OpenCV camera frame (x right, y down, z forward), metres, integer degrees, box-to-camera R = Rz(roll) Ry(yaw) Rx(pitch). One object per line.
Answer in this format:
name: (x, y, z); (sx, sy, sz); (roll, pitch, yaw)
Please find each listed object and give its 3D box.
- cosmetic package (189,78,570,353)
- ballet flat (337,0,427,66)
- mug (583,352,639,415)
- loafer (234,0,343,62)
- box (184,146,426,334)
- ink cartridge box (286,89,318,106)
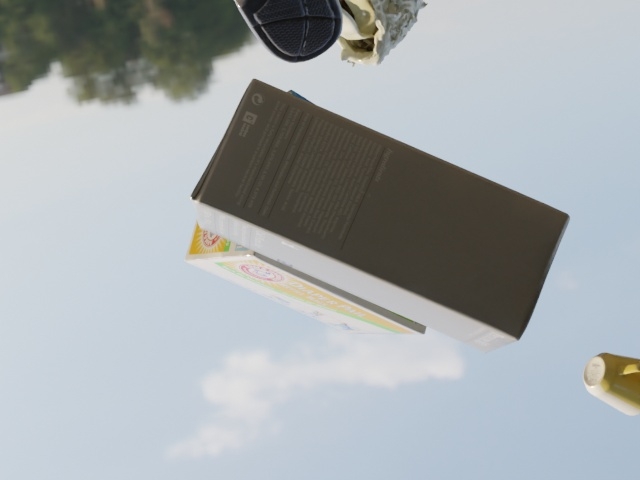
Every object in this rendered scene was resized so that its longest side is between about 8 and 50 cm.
cosmetic package: (0.039, -0.013, 0.958); (0.238, 0.107, 0.127); (26, 171, 2)
ballet flat: (-0.010, -0.338, 1.455); (0.147, 0.409, 0.147); (-21, -136, 22)
mug: (0.320, 0.143, 1.462); (0.064, 0.078, 0.062); (21, -148, -26)
loafer: (-0.069, -0.287, 1.184); (0.109, 0.302, 0.095); (-25, -136, 3)
box: (0.000, 0.000, 1.199); (0.203, 0.114, 0.103); (27, 161, -35)
ink cartridge box: (0.021, -0.053, 1.436); (0.078, 0.134, 0.231); (-33, 153, 20)
